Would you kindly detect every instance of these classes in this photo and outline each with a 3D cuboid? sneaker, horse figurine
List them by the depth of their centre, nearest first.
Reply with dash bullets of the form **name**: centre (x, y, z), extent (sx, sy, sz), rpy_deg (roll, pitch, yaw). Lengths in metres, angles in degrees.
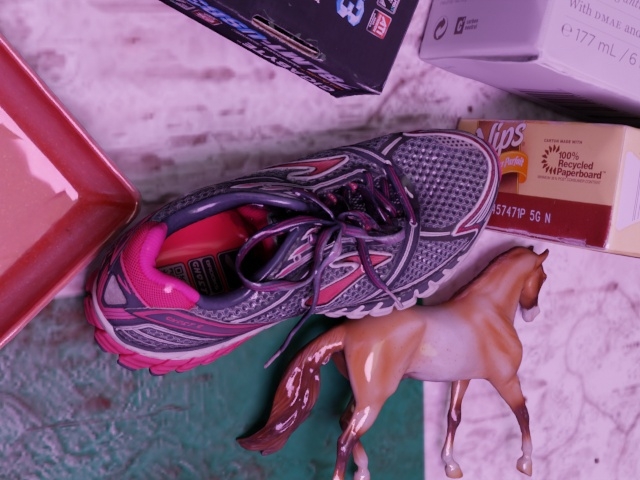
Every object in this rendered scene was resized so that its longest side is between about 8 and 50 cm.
- **sneaker**: centre (0.000, 0.000, 0.764), extent (0.299, 0.112, 0.121), rpy_deg (-24, 79, -26)
- **horse figurine**: centre (0.071, 0.099, 0.865), extent (0.263, 0.066, 0.175), rpy_deg (-4, 100, -29)

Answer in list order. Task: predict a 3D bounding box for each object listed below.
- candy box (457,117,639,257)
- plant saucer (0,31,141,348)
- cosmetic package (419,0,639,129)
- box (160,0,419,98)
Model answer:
- **candy box**: centre (0.275, -0.026, 0.893), extent (0.316, 0.183, 0.088), rpy_deg (8, 93, -29)
- **plant saucer**: centre (-0.274, -0.028, 0.668), extent (0.258, 0.047, 0.259), rpy_deg (-46, 115, -16)
- **cosmetic package**: centre (0.237, -0.282, 0.854), extent (0.217, 0.156, 0.385), rpy_deg (14, 91, -28)
- **box**: centre (-0.035, -0.284, 0.751), extent (0.293, 0.073, 0.296), rpy_deg (25, 84, -30)
